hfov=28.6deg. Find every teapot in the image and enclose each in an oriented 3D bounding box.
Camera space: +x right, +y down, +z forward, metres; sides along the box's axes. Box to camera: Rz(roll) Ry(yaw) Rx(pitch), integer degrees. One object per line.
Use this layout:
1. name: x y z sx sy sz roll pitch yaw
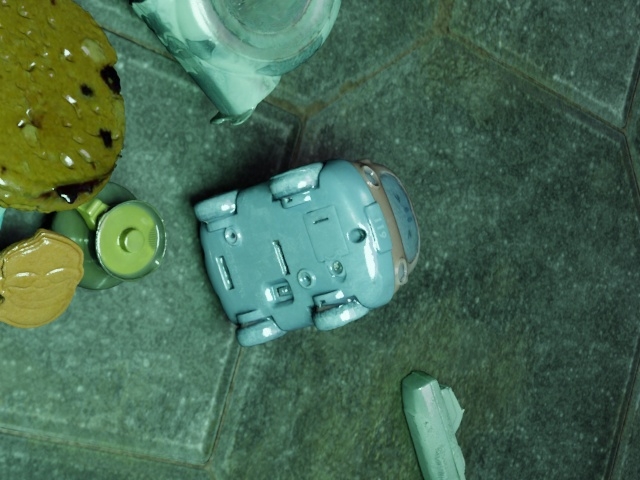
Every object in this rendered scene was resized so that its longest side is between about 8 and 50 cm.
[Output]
1. teapot: -0.260 -0.015 1.466 0.166 0.119 0.130 48 65 -34

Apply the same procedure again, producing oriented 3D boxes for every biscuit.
1. biscuit: -0.317 0.044 1.405 0.102 0.019 0.130 4 121 -34
2. biscuit: -0.330 -0.164 1.365 0.296 0.075 0.296 29 49 -39

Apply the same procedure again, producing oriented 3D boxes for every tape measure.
1. tape measure: -0.107 -0.318 1.542 0.275 0.147 0.256 -52 123 -19

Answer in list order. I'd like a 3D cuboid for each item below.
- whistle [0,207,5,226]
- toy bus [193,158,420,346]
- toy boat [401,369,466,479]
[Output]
1. whistle: -0.414 0.013 1.358 0.186 0.093 0.274 42 72 -40
2. toy bus: 0.000 0.000 1.592 0.232 0.294 0.197 -21 93 -50
3. toy boat: 0.191 0.319 1.932 0.085 0.078 0.261 -24 110 -21
